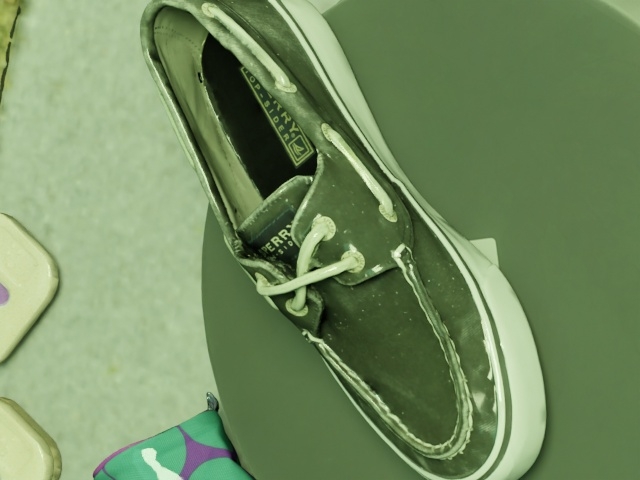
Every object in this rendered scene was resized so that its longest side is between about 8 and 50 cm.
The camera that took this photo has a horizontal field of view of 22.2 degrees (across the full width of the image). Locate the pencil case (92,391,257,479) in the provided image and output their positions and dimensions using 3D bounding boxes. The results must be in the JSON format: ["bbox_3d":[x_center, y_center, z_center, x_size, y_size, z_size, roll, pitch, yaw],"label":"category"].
[{"bbox_3d":[-0.031,0.144,0.697,0.064,0.070,0.151,-35,78,-4],"label":"pencil case"}]

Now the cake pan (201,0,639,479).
[{"bbox_3d":[0.065,0.021,0.631,0.293,0.054,0.293,3,96,37],"label":"cake pan"}]

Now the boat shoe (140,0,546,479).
[{"bbox_3d":[0.000,0.000,0.599,0.078,0.070,0.219,-44,68,31],"label":"boat shoe"}]

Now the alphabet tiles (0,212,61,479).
[{"bbox_3d":[-0.260,0.065,0.822,0.284,0.021,0.278,42,103,16],"label":"alphabet tiles"}]
